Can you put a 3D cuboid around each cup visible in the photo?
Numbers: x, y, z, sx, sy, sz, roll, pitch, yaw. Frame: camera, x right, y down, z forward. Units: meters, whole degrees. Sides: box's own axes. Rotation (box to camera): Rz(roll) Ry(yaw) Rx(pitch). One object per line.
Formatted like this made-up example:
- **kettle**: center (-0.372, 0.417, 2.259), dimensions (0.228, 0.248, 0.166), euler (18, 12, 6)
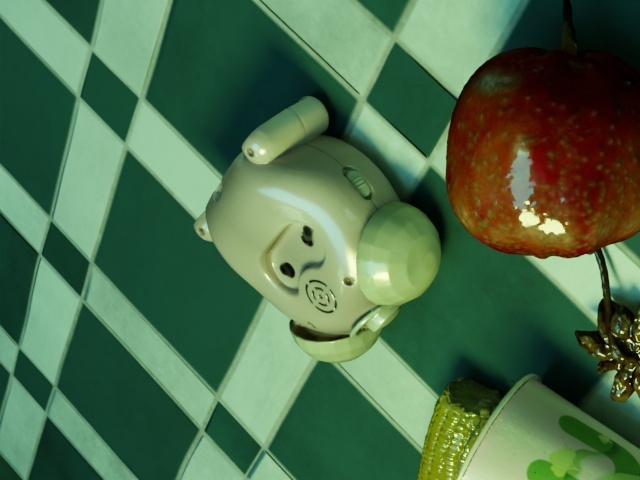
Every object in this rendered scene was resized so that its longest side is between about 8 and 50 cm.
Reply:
- **cup**: center (0.337, 0.348, 1.827), dimensions (0.274, 0.253, 0.253), euler (28, 136, 23)

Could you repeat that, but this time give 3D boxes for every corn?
- **corn**: center (0.209, 0.366, 2.045), dimensions (0.131, 0.131, 0.344), euler (25, 122, 35)

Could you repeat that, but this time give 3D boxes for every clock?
- **clock**: center (0.000, 0.000, 1.996), dimensions (0.326, 0.184, 0.342), euler (46, 148, 6)

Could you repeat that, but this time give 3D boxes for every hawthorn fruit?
- **hawthorn fruit**: center (0.268, -0.129, 1.559), dimensions (0.254, 0.254, 0.300), euler (9, 99, 45)

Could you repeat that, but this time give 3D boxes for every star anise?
- **star anise**: center (0.383, 0.120, 1.732), dimensions (0.234, 0.073, 0.177), euler (47, 135, 24)
